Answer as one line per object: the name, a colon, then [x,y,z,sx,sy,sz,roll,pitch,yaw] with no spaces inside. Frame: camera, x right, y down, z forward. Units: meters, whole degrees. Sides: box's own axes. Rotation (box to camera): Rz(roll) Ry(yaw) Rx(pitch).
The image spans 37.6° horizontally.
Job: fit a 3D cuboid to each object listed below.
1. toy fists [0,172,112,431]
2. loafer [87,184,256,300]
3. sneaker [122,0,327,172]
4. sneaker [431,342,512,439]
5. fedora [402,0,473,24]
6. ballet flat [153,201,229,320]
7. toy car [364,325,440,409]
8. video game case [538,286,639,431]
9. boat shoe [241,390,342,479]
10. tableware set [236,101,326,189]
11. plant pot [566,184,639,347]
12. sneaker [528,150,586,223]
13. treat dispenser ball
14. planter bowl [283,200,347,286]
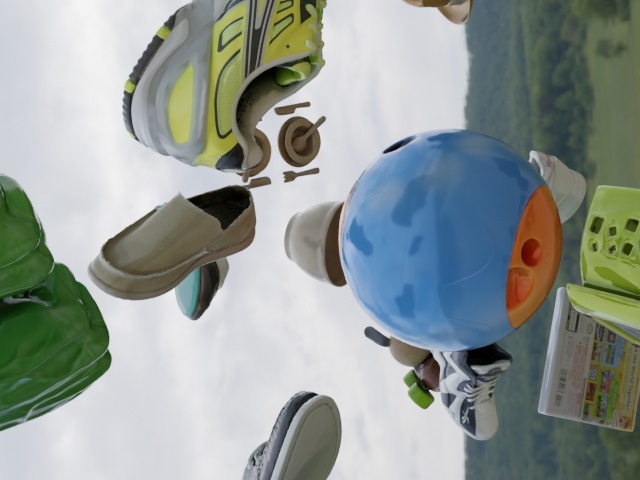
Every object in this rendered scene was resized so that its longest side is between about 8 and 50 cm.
toy fists: [-0.243,0.039,0.666,0.279,0.142,0.096,74,175,-49]
loafer: [-0.184,-0.010,1.207,0.268,0.102,0.092,-30,-33,-46]
sneaker: [-0.042,-0.238,0.963,0.385,0.147,0.145,-60,-15,0]
sneaker: [0.276,0.246,1.627,0.153,0.094,0.235,180,74,-70]
fedora: [0.149,-0.395,1.370,0.194,0.079,0.194,156,90,-80]
ballet flat: [-0.211,0.030,1.610,0.096,0.095,0.280,12,-145,-35]
toy car: [0.181,0.201,1.825,0.188,0.155,0.149,40,-172,-9]
video game case: [0.497,0.217,1.700,0.206,0.026,0.227,15,-99,-23]
boat shoe: [-0.052,0.292,1.108,0.114,0.091,0.303,-14,-54,-45]
tableware set: [-0.070,-0.155,1.554,0.194,0.039,0.128,-17,-77,-38]
plant pot: [0.537,0.061,1.468,0.228,0.227,0.207,28,-96,-29]
sneaker: [0.326,-0.028,1.673,0.152,0.305,0.114,33,-170,-30]
treat dispenser ball: [0.167,0.000,1.220,0.288,0.288,0.288,-4,-90,-71]
planter bowl: [0.000,0.000,1.769,0.162,0.109,0.162,-24,-61,-57]
